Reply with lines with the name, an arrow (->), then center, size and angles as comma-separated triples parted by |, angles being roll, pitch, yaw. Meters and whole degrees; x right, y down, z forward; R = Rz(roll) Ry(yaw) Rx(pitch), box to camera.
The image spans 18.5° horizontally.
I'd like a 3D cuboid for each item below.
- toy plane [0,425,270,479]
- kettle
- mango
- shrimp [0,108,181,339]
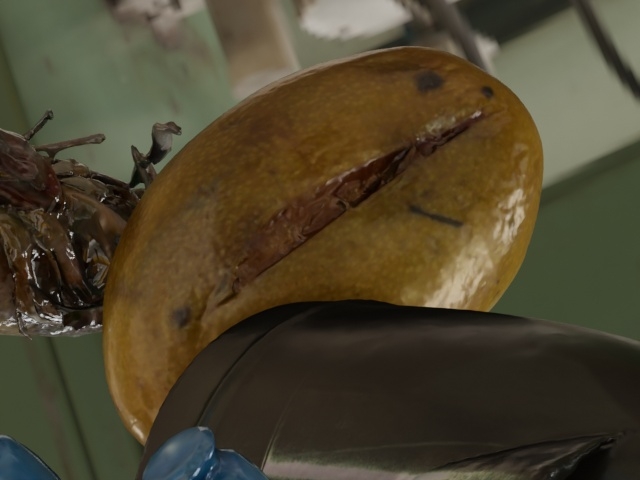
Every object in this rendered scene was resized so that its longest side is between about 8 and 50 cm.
toy plane -> -0.066, 0.095, 0.340 | 0.254, 0.271, 0.105 | -34, -168, 12
kettle -> 0.124, 0.162, 0.889 | 0.321, 0.228, 0.324 | 35, 158, -34
mango -> 0.003, -0.003, 1.073 | 0.295, 0.177, 0.120 | -34, 175, -29
shrimp -> -0.144, -0.007, 1.221 | 0.343, 0.145, 0.116 | 9, 180, -34
